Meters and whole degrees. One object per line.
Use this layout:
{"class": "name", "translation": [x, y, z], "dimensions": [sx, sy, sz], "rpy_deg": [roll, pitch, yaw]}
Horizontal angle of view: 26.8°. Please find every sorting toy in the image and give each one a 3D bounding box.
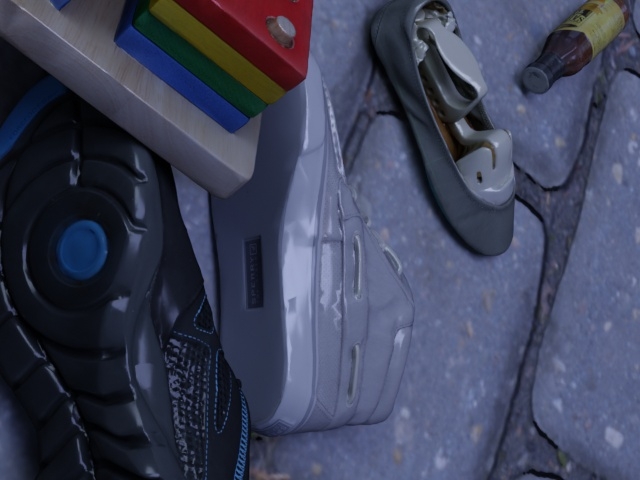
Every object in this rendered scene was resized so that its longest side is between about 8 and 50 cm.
{"class": "sorting toy", "translation": [-0.108, -0.196, 0.782], "dimensions": [0.255, 0.089, 0.257], "rpy_deg": [37, 34, -26]}

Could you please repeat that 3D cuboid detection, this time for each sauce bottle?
{"class": "sauce bottle", "translation": [0.212, -0.164, 1.126], "dimensions": [0.128, 0.042, 0.042], "rpy_deg": [-42, 107, -38]}

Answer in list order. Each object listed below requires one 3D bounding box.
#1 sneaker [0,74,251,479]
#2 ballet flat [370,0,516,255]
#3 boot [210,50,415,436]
{"class": "sneaker", "translation": [-0.116, 0.066, 0.795], "dimensions": [0.139, 0.125, 0.341], "rpy_deg": [14, 67, -65]}
{"class": "ballet flat", "translation": [0.106, -0.085, 1.009], "dimensions": [0.072, 0.068, 0.213], "rpy_deg": [-34, 103, -37]}
{"class": "boot", "translation": [0.000, 0.000, 0.905], "dimensions": [0.123, 0.095, 0.258], "rpy_deg": [6, 86, -44]}
